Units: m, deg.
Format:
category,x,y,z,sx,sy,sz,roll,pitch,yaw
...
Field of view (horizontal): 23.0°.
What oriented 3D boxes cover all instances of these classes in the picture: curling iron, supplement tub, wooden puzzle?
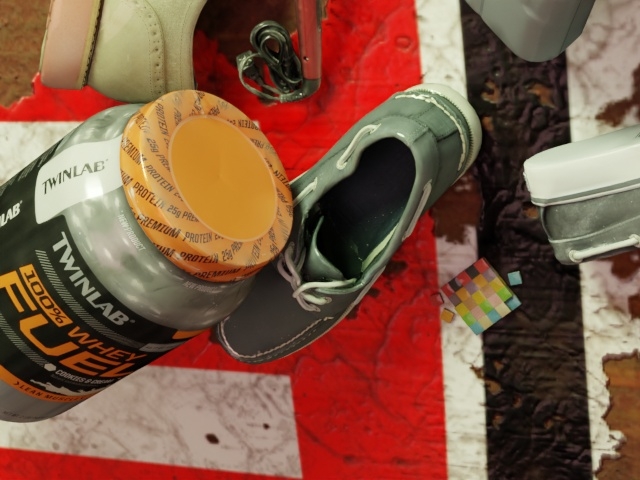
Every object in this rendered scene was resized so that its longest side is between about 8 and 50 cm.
category,x,y,z,sx,sy,sz,roll,pitch,yaw
curling iron,-0.025,-0.216,1.193,0.068,0.035,0.274,0,131,-7
supplement tub,-0.180,0.014,1.287,0.316,0.193,0.193,-32,93,39
wooden puzzle,0.129,0.046,1.276,0.083,0.006,0.049,-39,89,31

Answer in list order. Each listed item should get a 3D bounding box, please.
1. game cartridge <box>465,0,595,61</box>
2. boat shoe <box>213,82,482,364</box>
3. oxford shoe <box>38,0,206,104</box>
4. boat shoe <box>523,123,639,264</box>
category,x,y,z,sx,sy,sz,roll,pitch,yaw
game cartridge,0.078,-0.257,1.082,0.062,0.198,0.297,-37,82,-6
boat shoe,0.000,0.000,1.268,0.116,0.099,0.319,46,122,2
oxford shoe,-0.106,-0.292,1.220,0.146,0.140,0.397,15,115,-10
boat shoe,0.290,-0.040,1.109,0.301,0.108,0.102,-13,102,32
